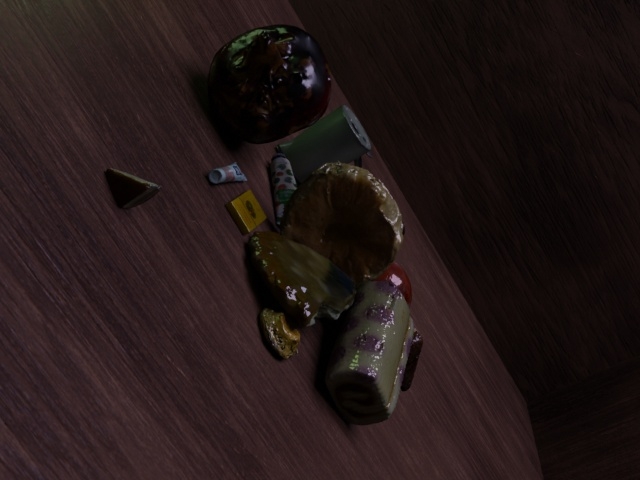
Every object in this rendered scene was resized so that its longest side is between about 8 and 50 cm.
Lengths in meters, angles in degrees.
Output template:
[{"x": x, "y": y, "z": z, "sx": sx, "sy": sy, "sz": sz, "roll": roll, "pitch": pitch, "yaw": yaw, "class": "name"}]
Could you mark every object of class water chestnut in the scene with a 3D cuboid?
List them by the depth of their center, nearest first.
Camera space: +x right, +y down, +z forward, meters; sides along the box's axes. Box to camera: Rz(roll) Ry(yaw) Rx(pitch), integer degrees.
[{"x": -0.132, "y": -0.421, "z": 1.810, "sx": 0.335, "sy": 0.335, "sz": 0.347, "roll": 64, "pitch": -10, "yaw": 8, "class": "water chestnut"}]

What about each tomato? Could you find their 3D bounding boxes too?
[{"x": 0.163, "y": 0.154, "z": 1.997, "sx": 0.208, "sy": 0.208, "sz": 0.184, "roll": 37, "pitch": 17, "yaw": -53, "class": "tomato"}]

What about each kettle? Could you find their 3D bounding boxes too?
[{"x": 0.027, "y": -0.267, "z": 2.178, "sx": 0.240, "sy": 0.255, "sz": 0.165, "roll": 50, "pitch": 18, "yaw": -26, "class": "kettle"}]

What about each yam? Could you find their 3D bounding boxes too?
[{"x": 0.056, "y": 0.226, "z": 1.830, "sx": 0.300, "sy": 0.066, "sz": 0.066, "roll": 56, "pitch": 18, "yaw": -17, "class": "yam"}]

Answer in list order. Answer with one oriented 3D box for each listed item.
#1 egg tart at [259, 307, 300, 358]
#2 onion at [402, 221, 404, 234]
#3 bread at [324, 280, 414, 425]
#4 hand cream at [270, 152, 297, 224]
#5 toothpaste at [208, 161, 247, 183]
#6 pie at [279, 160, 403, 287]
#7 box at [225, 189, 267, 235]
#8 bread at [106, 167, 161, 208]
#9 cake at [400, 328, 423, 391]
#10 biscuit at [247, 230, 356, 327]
[{"x": -0.080, "y": 0.198, "z": 1.510, "sx": 0.130, "sy": 0.052, "sz": 0.130, "roll": 54, "pitch": 16, "yaw": -23, "class": "egg tart"}, {"x": 0.152, "y": -0.037, "z": 2.276, "sx": 0.281, "sy": 0.221, "sz": 0.281, "roll": 164, "pitch": -90, "yaw": -81, "class": "onion"}, {"x": 0.122, "y": 0.269, "z": 1.703, "sx": 0.338, "sy": 0.155, "sz": 0.187, "roll": -67, "pitch": 141, "yaw": -49, "class": "bread"}, {"x": -0.098, "y": -0.141, "z": 1.954, "sx": 0.059, "sy": 0.095, "sz": 0.276, "roll": 106, "pitch": -23, "yaw": -45, "class": "hand cream"}, {"x": -0.223, "y": -0.163, "z": 1.693, "sx": 0.056, "sy": 0.036, "sz": 0.205, "roll": 62, "pitch": 13, "yaw": -2, "class": "toothpaste"}, {"x": 0.055, "y": -0.030, "z": 1.790, "sx": 0.339, "sy": 0.339, "sz": 0.083, "roll": 58, "pitch": 16, "yaw": -10, "class": "pie"}, {"x": -0.179, "y": -0.071, "z": 1.692, "sx": 0.087, "sy": 0.023, "sz": 0.155, "roll": 57, "pitch": 18, "yaw": -6, "class": "box"}, {"x": -0.334, "y": -0.086, "z": 1.227, "sx": 0.043, "sy": 0.109, "sz": 0.062, "roll": 1, "pitch": 106, "yaw": -66, "class": "bread"}, {"x": 0.235, "y": 0.322, "z": 1.977, "sx": 0.112, "sy": 0.135, "sz": 0.246, "roll": 52, "pitch": -2, "yaw": 42, "class": "cake"}, {"x": -0.029, "y": 0.101, "z": 1.630, "sx": 0.329, "sy": 0.078, "sz": 0.335, "roll": 31, "pitch": 21, "yaw": -23, "class": "biscuit"}]
